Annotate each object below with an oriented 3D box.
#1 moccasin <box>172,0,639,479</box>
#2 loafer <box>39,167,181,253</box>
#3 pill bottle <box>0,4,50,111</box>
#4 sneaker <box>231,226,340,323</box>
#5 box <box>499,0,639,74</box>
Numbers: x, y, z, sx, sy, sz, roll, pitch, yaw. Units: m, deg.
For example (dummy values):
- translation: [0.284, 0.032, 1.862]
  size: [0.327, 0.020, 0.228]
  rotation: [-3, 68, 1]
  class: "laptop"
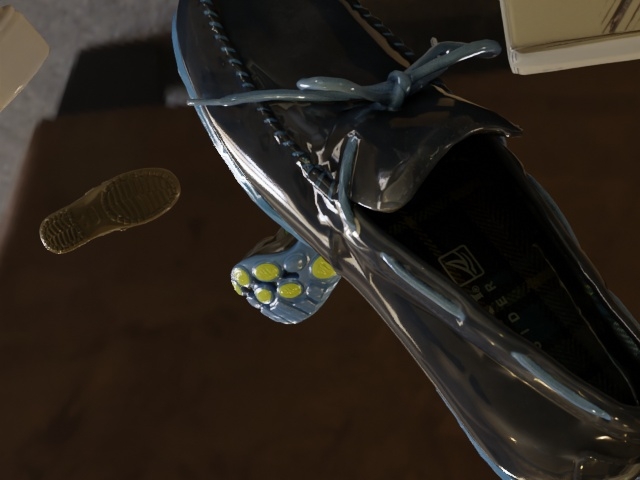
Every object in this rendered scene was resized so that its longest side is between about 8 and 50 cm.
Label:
- translation: [0.062, -0.032, 0.817]
  size: [0.342, 0.137, 0.117]
  rotation: [47, 152, 11]
  class: "moccasin"
- translation: [-0.210, -0.034, 1.653]
  size: [0.148, 0.050, 0.056]
  rotation: [-20, 100, 2]
  class: "loafer"
- translation: [-0.298, -0.180, 1.013]
  size: [0.152, 0.152, 0.272]
  rotation: [-27, 114, 41]
  class: "pill bottle"
- translation: [0.000, 0.000, 1.228]
  size: [0.067, 0.078, 0.188]
  rotation: [42, 133, -6]
  class: "sneaker"
- translation: [0.131, -0.236, 0.901]
  size: [0.094, 0.275, 0.113]
  rotation: [-8, 179, 8]
  class: "box"
